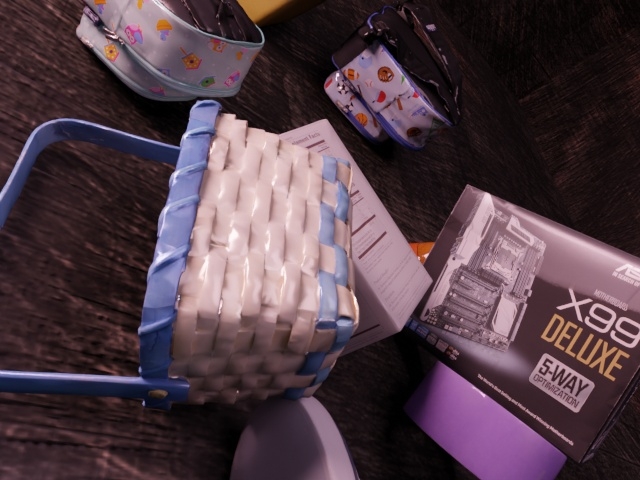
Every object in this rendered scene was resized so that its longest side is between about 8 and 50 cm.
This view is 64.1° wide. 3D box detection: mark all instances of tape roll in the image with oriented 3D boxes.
[{"bbox_3d":[0.204,0.242,0.649,0.189,0.080,0.189,38,-3,3],"label":"tape roll"}]

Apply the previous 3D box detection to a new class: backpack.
[{"bbox_3d":[-0.165,-0.238,0.575,0.188,0.144,0.166,40,28,14],"label":"backpack"},{"bbox_3d":[0.154,-0.305,1.009,0.263,0.213,0.276,43,41,-8],"label":"backpack"}]

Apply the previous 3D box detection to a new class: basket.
[{"bbox_3d":[-0.121,0.014,0.413,0.289,0.201,0.255,14,49,-12],"label":"basket"}]

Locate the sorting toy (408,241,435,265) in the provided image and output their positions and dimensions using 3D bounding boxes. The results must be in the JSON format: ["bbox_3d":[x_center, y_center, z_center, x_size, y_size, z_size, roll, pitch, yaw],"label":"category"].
[{"bbox_3d":[0.269,0.064,0.937,0.365,0.126,0.127,19,49,-44],"label":"sorting toy"}]

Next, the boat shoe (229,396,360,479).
[{"bbox_3d":[0.036,0.304,0.405,0.156,0.136,0.367,24,39,-46],"label":"boat shoe"}]

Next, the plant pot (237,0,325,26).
[{"bbox_3d":[-0.068,-0.493,0.884,0.212,0.187,0.212,52,33,-9],"label":"plant pot"}]

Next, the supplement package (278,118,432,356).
[{"bbox_3d":[0.000,0.000,0.615,0.244,0.139,0.134,57,34,-3],"label":"supplement package"}]

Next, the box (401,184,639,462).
[{"bbox_3d":[0.277,0.093,0.689,0.076,0.242,0.307,19,12,-48],"label":"box"}]
